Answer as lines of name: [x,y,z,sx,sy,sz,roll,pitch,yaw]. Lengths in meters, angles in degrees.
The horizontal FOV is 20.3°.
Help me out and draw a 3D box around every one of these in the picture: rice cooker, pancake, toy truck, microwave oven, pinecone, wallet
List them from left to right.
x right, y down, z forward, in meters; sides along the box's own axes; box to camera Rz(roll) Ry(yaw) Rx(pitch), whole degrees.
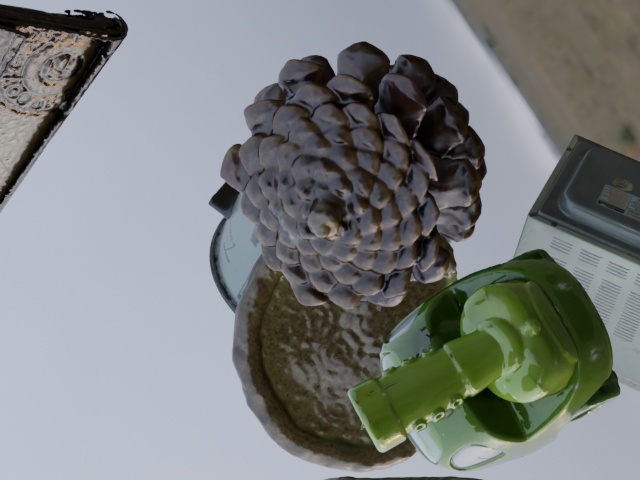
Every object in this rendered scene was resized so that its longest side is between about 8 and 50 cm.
wallet: [-0.243,-0.074,1.240,0.133,0.243,0.039,5,-130,-39]
rice cooker: [0.000,0.000,2.137,0.280,0.227,0.241,32,-132,5]
pancake: [0.043,0.107,1.910,0.286,0.288,0.033,38,-177,-11]
pinecone: [0.041,-0.064,1.711,0.264,0.264,0.264,55,-171,-13]
toy truck: [0.127,0.096,1.379,0.148,0.187,0.210,64,-166,13]
microwave oven: [0.310,0.031,1.674,0.240,0.194,0.145,25,-135,12]

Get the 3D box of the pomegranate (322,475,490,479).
pomegranate: [0.070,0.323,1.094,0.358,0.310,0.216,52,-139,-3]
